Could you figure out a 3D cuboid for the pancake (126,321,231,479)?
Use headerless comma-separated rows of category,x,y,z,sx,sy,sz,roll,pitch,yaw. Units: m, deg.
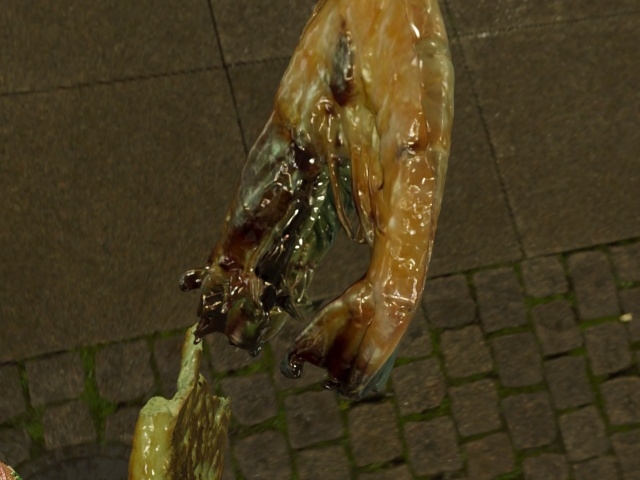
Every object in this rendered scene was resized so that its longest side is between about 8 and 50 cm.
pancake,-0.162,0.275,1.123,0.067,0.426,0.304,7,66,5

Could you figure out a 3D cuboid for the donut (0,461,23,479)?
donut,-0.346,0.299,1.017,0.117,0.065,0.166,30,53,3

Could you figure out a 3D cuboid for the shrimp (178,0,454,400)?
shrimp,0.008,0.000,0.527,0.075,0.289,0.178,9,38,-29
